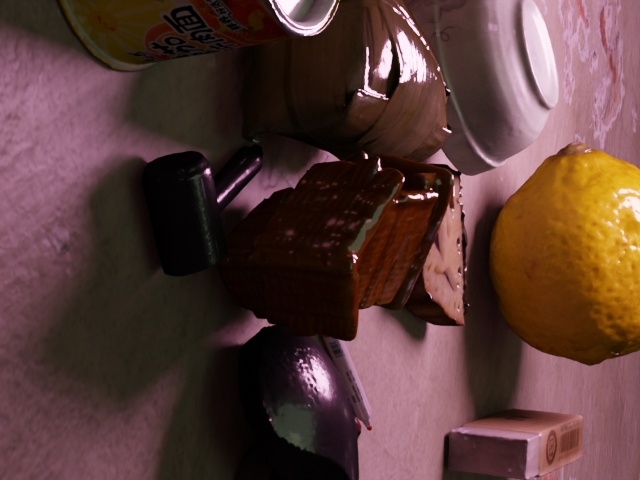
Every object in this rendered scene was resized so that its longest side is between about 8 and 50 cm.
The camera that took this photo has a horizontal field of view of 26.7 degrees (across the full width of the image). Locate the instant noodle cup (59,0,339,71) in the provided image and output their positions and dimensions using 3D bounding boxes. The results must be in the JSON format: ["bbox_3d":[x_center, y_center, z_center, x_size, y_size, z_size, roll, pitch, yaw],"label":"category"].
[{"bbox_3d":[-0.103,-0.287,1.257,0.264,0.200,0.265,3,90,-64],"label":"instant noodle cup"}]

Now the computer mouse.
[{"bbox_3d":[-0.002,0.198,1.558,0.295,0.087,0.168,43,28,-57],"label":"computer mouse"}]

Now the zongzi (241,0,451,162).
[{"bbox_3d":[0.052,-0.265,1.638,0.447,0.181,0.418,18,64,-67],"label":"zongzi"}]

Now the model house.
[{"bbox_3d":[0.001,0.000,1.464,0.229,0.199,0.220,-7,113,-59],"label":"model house"}]

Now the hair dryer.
[{"bbox_3d":[-0.106,-0.066,1.422,0.248,0.070,0.114,-53,137,-57],"label":"hair dryer"}]

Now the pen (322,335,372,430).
[{"bbox_3d":[0.038,0.180,1.779,0.026,0.026,0.218,-65,146,-40],"label":"pen"}]

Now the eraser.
[{"bbox_3d":[0.334,0.341,2.273,0.343,0.144,0.078,3,90,-65],"label":"eraser"}]

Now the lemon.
[{"bbox_3d":[0.456,0.022,2.295,0.350,0.349,0.387,-21,106,-63],"label":"lemon"}]

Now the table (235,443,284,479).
[{"bbox_3d":[-0.055,0.303,1.567,0.133,0.043,0.134,1,90,-65],"label":"table"}]

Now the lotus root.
[{"bbox_3d":[0.159,0.018,1.970,0.170,0.074,0.261,-25,115,-61],"label":"lotus root"}]

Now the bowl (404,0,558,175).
[{"bbox_3d":[0.244,-0.255,1.959,0.307,0.163,0.307,-12,90,-68],"label":"bowl"}]
